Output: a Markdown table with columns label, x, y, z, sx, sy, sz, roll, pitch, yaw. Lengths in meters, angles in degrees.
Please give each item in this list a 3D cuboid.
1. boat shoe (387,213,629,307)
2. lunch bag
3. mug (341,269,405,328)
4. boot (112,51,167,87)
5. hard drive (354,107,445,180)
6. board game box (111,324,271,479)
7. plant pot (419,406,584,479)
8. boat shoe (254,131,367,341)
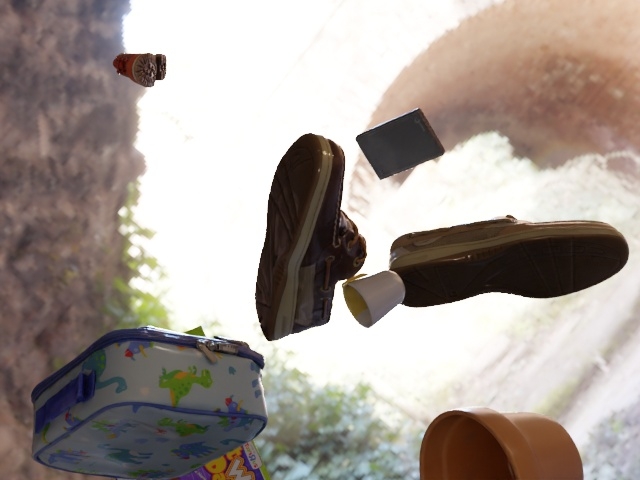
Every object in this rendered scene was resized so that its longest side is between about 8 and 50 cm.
| label | x | y | z | sx | sy | sz | roll | pitch | yaw |
| --- | --- | --- | --- | --- | --- | --- | --- | --- | --- |
| boat shoe | 0.260 | 0.010 | 1.611 | 0.110 | 0.341 | 0.122 | -83 | -18 | -47 |
| lunch bag | -0.165 | 0.155 | 1.058 | 0.219 | 0.176 | 0.090 | -36 | 50 | 46 |
| mug | 0.066 | 0.062 | 1.416 | 0.064 | 0.078 | 0.062 | -28 | -24 | -22 |
| boot | -0.317 | -0.293 | 1.929 | 0.158 | 0.084 | 0.059 | -64 | -20 | -80 |
| hard drive | 0.141 | -0.170 | 2.013 | 0.135 | 0.094 | 0.022 | -21 | 23 | 30 |
| board game box | -0.239 | 0.347 | 1.896 | 0.233 | 0.347 | 0.078 | -22 | -10 | -21 |
| plant pot | 0.352 | 0.442 | 2.135 | 0.203 | 0.291 | 0.291 | -8 | -31 | -34 |
| boat shoe | 0.000 | 0.000 | 1.452 | 0.123 | 0.123 | 0.342 | -110 | 24 | -43 |
